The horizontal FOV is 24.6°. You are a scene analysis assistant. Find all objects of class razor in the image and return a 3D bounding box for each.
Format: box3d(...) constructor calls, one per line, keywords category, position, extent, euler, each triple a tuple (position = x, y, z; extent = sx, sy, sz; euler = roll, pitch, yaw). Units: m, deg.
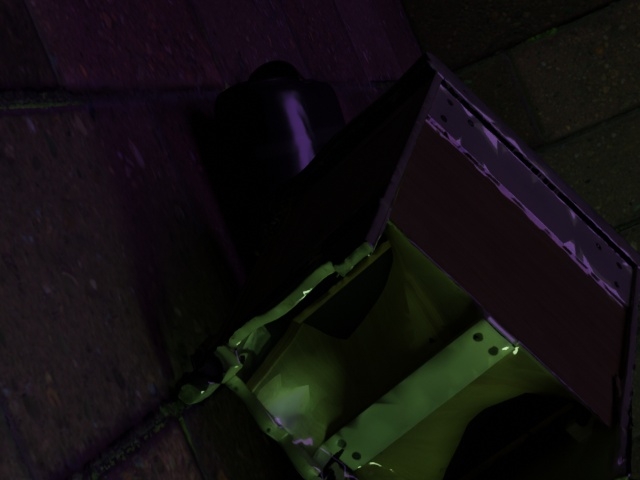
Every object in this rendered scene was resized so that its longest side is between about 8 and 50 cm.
box3d(category="razor", position=(-0.002, 0.000, 1.474), extent=(0.349, 0.113, 0.204), euler=(71, 16, 4))

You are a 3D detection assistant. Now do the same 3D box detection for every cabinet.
box3d(category="cabinet", position=(0.088, 0.072, 1.194), extent=(0.290, 0.227, 0.318), euler=(43, 31, -12))

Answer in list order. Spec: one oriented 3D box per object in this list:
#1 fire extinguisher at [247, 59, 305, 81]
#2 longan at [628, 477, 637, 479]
box3d(category="fire extinguisher", position=(-0.012, -0.117, 1.757), extent=(0.268, 0.072, 0.089), euler=(45, 60, -61))
box3d(category="longan", position=(0.320, 0.440, 1.580), extent=(0.404, 0.336, 0.405), euler=(21, 38, -18))
